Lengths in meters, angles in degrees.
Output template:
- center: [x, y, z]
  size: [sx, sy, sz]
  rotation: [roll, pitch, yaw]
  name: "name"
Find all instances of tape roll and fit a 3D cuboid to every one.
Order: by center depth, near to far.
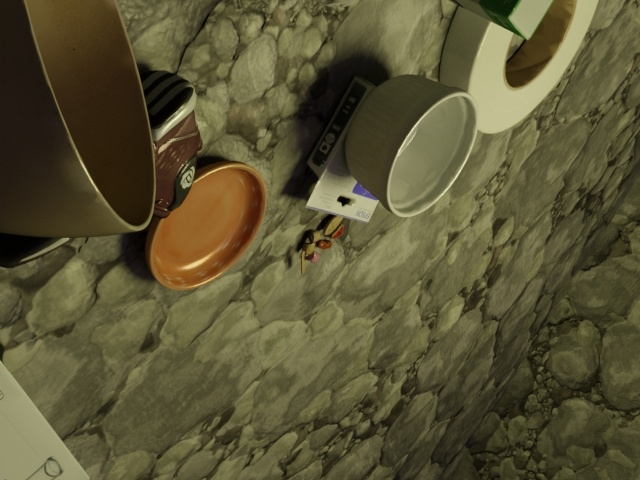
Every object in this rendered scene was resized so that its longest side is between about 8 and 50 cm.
- center: [0.361, -0.375, 1.388]
  size: [0.392, 0.072, 0.392]
  rotation: [-35, 147, -27]
  name: "tape roll"

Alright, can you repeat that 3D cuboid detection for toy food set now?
- center: [0.000, 0.000, 1.339]
  size: [0.122, 0.019, 0.078]
  rotation: [-43, 151, -32]
  name: "toy food set"

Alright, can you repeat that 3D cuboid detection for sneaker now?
- center: [-0.228, -0.046, 0.876]
  size: [0.281, 0.106, 0.162]
  rotation: [-44, 153, -16]
  name: "sneaker"

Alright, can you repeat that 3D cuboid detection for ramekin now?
- center: [0.130, -0.149, 1.176]
  size: [0.207, 0.109, 0.207]
  rotation: [-35, 145, -30]
  name: "ramekin"

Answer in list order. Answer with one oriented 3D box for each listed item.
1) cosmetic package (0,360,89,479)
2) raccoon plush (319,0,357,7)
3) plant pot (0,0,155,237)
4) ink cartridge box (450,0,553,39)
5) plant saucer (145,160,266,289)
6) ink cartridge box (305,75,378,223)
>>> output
- center: [-0.458, 0.272, 0.906]
  size: [0.284, 0.097, 0.377]
  rotation: [-41, 149, -24]
  name: "cosmetic package"
- center: [0.081, -0.482, 0.801]
  size: [0.216, 0.446, 0.299]
  rotation: [16, 71, -31]
  name: "raccoon plush"
- center: [-0.265, -0.126, 0.613]
  size: [0.191, 0.284, 0.284]
  rotation: [-13, 145, 1]
  name: "plant pot"
- center: [0.221, -0.383, 1.038]
  size: [0.087, 0.208, 0.153]
  rotation: [13, 111, -55]
  name: "ink cartridge box"
- center: [-0.158, -0.024, 1.066]
  size: [0.200, 0.037, 0.200]
  rotation: [-35, 146, -29]
  name: "plant saucer"
- center: [0.065, -0.136, 1.252]
  size: [0.206, 0.045, 0.208]
  rotation: [12, 110, -58]
  name: "ink cartridge box"
